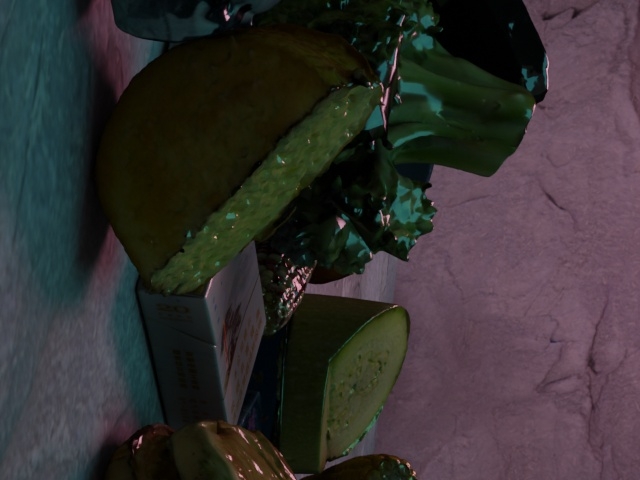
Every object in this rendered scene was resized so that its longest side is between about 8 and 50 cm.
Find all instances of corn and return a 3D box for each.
[{"bbox_3d":[0.014,0.318,1.840,0.305,0.106,0.106,-38,-146,51],"label":"corn"},{"bbox_3d":[-0.044,0.017,1.718,0.253,0.086,0.086,-71,165,-54],"label":"corn"}]

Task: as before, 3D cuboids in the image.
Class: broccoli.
[{"bbox_3d":[0.033,-0.149,1.533,0.338,0.317,0.277,-39,167,-45],"label":"broccoli"}]

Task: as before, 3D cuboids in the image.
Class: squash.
[{"bbox_3d":[0.013,0.171,1.753,0.220,0.133,0.220,11,90,-80],"label":"squash"}]

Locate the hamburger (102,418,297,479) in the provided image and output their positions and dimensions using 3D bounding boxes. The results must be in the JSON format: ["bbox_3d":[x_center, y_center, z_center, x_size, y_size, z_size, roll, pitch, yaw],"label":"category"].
[{"bbox_3d":[-0.104,0.211,1.280,0.131,0.124,0.262,53,4,16],"label":"hamburger"}]

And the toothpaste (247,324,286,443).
[{"bbox_3d":[-0.064,0.153,1.794,0.065,0.050,0.267,71,26,-70],"label":"toothpaste"}]

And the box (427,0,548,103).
[{"bbox_3d":[0.111,-0.278,1.758,0.359,0.091,0.350,64,-19,3],"label":"box"}]

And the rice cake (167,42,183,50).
[{"bbox_3d":[-0.107,-0.140,1.298,0.085,0.040,0.226,80,18,-62],"label":"rice cake"}]

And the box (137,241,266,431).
[{"bbox_3d":[-0.102,0.058,1.389,0.233,0.067,0.150,85,13,-52],"label":"box"}]

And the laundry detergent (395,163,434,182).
[{"bbox_3d":[0.033,-0.135,1.816,0.290,0.094,0.143,-136,-130,-58],"label":"laundry detergent"}]

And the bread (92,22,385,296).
[{"bbox_3d":[-0.074,-0.075,1.123,0.229,0.139,0.143,-45,173,13],"label":"bread"}]

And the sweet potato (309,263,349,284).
[{"bbox_3d":[0.001,0.001,1.926,0.359,0.112,0.112,152,-54,-74],"label":"sweet potato"}]

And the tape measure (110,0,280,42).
[{"bbox_3d":[-0.076,-0.272,1.044,0.256,0.147,0.275,87,13,-51],"label":"tape measure"}]

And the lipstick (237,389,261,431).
[{"bbox_3d":[-0.115,0.227,1.490,0.312,0.051,0.051,-60,153,-69],"label":"lipstick"}]
